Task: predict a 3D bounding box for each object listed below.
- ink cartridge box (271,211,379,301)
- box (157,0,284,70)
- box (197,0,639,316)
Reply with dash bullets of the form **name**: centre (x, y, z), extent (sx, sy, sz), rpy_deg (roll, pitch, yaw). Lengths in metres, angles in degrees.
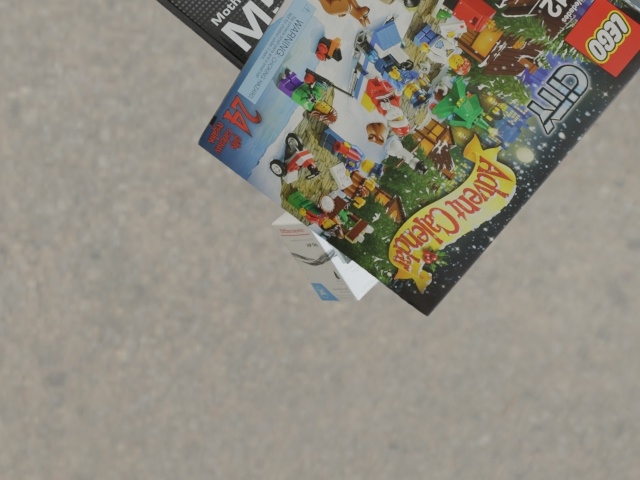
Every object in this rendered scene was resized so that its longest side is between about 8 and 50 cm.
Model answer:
- **ink cartridge box**: centre (0.000, 0.000, 1.119), extent (0.028, 0.048, 0.083), rpy_deg (-41, 108, -25)
- **box**: centre (0.022, -0.226, 1.120), extent (0.270, 0.216, 0.060), rpy_deg (-44, 43, 9)
- **box**: centre (0.054, -0.084, 0.843), extent (0.159, 0.233, 0.044), rpy_deg (37, 43, 1)
